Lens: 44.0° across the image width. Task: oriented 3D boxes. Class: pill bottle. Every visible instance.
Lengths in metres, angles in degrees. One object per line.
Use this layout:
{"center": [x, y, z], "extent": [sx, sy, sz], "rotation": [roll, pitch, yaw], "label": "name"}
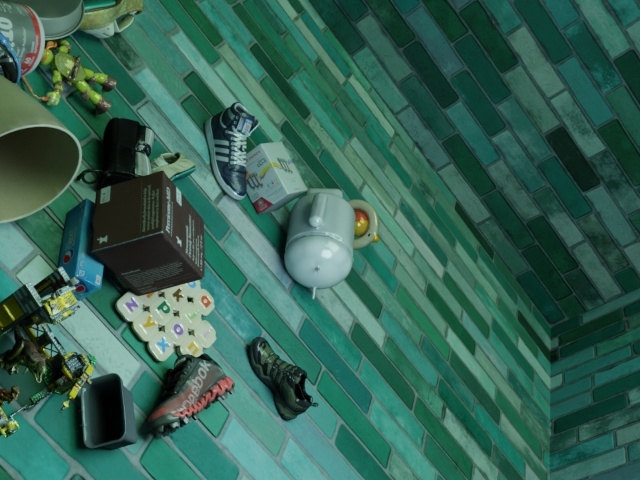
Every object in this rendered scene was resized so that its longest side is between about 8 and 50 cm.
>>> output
{"center": [-0.738, -0.435, 1.653], "extent": [0.283, 0.161, 0.161], "rotation": [-10, 72, -59], "label": "pill bottle"}

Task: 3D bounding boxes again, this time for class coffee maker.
{"center": [-0.477, -0.201, 1.886], "extent": [0.171, 0.120, 0.178], "rotation": [29, 40, -42], "label": "coffee maker"}

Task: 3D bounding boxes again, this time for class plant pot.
{"center": [-0.646, -0.218, 1.539], "extent": [0.274, 0.256, 0.256], "rotation": [51, 25, 21], "label": "plant pot"}

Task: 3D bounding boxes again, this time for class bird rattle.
{"center": [0.091, -0.052, 2.573], "extent": [0.143, 0.206, 0.254], "rotation": [44, 37, -61], "label": "bird rattle"}

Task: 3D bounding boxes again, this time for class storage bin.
{"center": [-0.406, 0.340, 1.529], "extent": [0.091, 0.098, 0.135], "rotation": [65, 9, -60], "label": "storage bin"}

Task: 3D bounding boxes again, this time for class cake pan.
{"center": [-0.702, -0.607, 1.891], "extent": [0.293, 0.054, 0.293], "rotation": [19, 50, -24], "label": "cake pan"}

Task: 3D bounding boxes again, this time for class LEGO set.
{"center": [-0.514, 0.192, 1.378], "extent": [0.255, 0.192, 0.331], "rotation": [62, 29, 5], "label": "LEGO set"}

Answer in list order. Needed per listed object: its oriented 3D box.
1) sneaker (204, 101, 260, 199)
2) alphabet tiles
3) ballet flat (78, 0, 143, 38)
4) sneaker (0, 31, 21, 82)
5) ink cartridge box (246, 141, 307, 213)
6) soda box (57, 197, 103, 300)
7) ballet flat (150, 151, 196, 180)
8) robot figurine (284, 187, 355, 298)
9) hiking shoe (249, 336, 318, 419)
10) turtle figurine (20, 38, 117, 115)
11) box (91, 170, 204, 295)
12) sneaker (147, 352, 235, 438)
{"center": [-0.239, -0.267, 2.285], "extent": [0.099, 0.153, 0.282], "rotation": [12, 53, -52], "label": "sneaker"}
{"center": [-0.357, 0.151, 1.843], "extent": [0.284, 0.021, 0.278], "rotation": [53, 30, -10], "label": "alphabet tiles"}
{"center": [-0.577, -0.609, 2.140], "extent": [0.123, 0.123, 0.348], "rotation": [51, 32, -15], "label": "ballet flat"}
{"center": [-0.665, -0.387, 1.588], "extent": [0.067, 0.078, 0.188], "rotation": [46, -13, 32], "label": "sneaker"}
{"center": [-0.152, -0.190, 2.376], "extent": [0.176, 0.128, 0.127], "rotation": [61, 29, 6], "label": "ink cartridge box"}
{"center": [-0.504, 0.017, 1.685], "extent": [0.067, 0.071, 0.210], "rotation": [36, 36, -39], "label": "soda box"}
{"center": [-0.400, -0.178, 2.027], "extent": [0.086, 0.086, 0.248], "rotation": [56, 20, -6], "label": "ballet flat"}
{"center": [0.000, 0.000, 2.351], "extent": [0.300, 0.199, 0.353], "rotation": [81, 11, -46], "label": "robot figurine"}
{"center": [-0.088, 0.332, 1.996], "extent": [0.227, 0.114, 0.086], "rotation": [59, 28, 1], "label": "hiking shoe"}
{"center": [-0.601, -0.416, 1.925], "extent": [0.217, 0.087, 0.270], "rotation": [31, 39, -41], "label": "turtle figurine"}
{"center": [-0.368, -0.011, 1.720], "extent": [0.203, 0.167, 0.169], "rotation": [59, 20, -53], "label": "box"}
{"center": [-0.294, 0.322, 1.701], "extent": [0.135, 0.097, 0.276], "rotation": [60, 27, 1], "label": "sneaker"}
